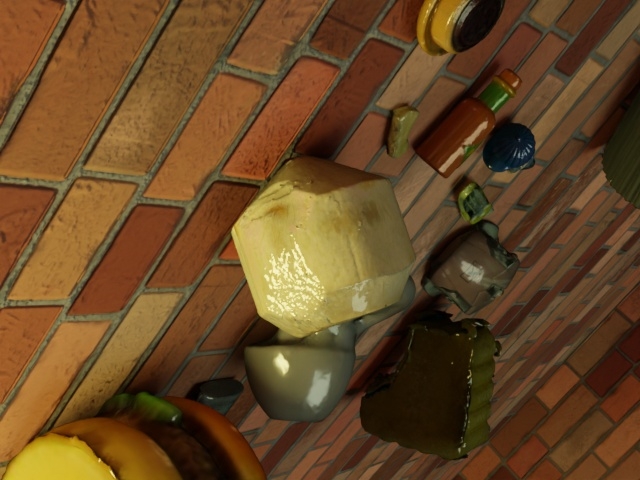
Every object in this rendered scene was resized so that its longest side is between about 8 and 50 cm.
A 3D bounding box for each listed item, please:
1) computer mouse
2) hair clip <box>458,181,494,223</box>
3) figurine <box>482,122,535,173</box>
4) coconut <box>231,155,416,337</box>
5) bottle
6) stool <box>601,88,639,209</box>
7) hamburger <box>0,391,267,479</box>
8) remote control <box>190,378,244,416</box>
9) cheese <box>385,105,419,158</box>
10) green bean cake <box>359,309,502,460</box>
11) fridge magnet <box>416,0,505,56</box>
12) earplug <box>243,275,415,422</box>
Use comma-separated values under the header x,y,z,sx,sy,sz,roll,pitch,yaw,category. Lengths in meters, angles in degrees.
x,y,z,sx,sy,sz,roll,pitch,yaw,category
0.340,0.082,1.790,0.199,0.115,0.389,-44,153,11,computer mouse
0.277,-0.071,1.560,0.060,0.033,0.188,-42,156,4,hair clip
0.340,-0.153,1.481,0.149,0.087,0.086,12,84,-60,figurine
-0.002,0.001,1.102,0.241,0.241,0.241,-32,152,-20,coconut
0.229,-0.181,1.291,0.187,0.069,0.069,-48,153,10,bottle
0.759,-0.240,1.690,0.297,0.297,0.330,-25,145,-31,stool
-0.244,0.427,1.209,0.278,0.395,0.395,-7,137,-50,hamburger
-0.266,0.388,1.497,0.107,0.044,0.377,6,126,-52,remote control
0.116,-0.156,1.216,0.044,0.030,0.083,-22,142,-24,cheese
0.245,0.297,1.872,0.202,0.285,0.309,0,101,-53,green bean cake
0.179,-0.290,1.065,0.143,0.063,0.143,-35,152,-22,fridge magnet
0.016,0.156,1.385,0.325,0.175,0.214,-47,155,8,earplug
